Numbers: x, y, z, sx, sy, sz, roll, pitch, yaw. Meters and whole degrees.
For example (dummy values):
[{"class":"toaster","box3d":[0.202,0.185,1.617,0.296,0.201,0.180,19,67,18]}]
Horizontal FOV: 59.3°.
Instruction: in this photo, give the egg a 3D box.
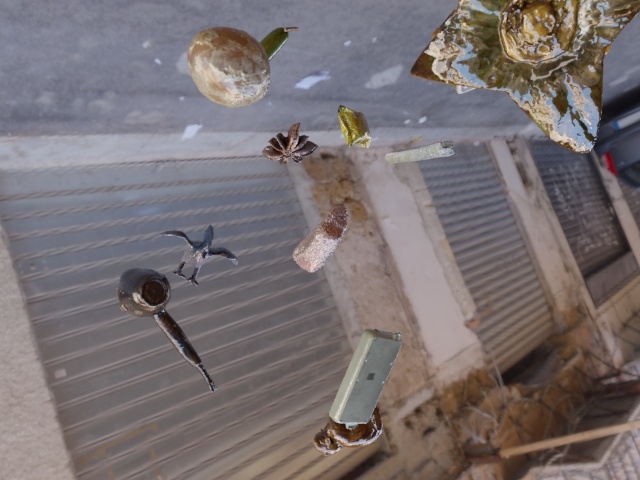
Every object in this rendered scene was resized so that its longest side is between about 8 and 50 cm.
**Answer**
[{"class":"egg","box3d":[-0.242,-0.460,1.487,0.203,0.204,0.245,-25,151,31]}]

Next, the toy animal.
[{"class":"toy animal","box3d":[-0.312,0.027,1.465,0.239,0.176,0.255,25,-173,-22]}]

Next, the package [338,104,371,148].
[{"class":"package","box3d":[0.138,-0.448,2.234,0.090,0.169,0.226,-15,180,23]}]

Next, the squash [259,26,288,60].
[{"class":"squash","box3d":[-0.192,-0.610,1.851,0.252,0.066,0.066,-53,180,-12]}]

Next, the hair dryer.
[{"class":"hair dryer","box3d":[-0.362,0.222,1.332,0.120,0.360,0.303,-39,-168,-30]}]

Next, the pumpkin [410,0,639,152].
[{"class":"pumpkin","box3d":[0.290,-0.282,0.759,0.095,0.290,0.259,-48,162,-57]}]

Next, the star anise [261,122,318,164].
[{"class":"star anise","box3d":[-0.122,-0.385,2.306,0.229,0.093,0.236,2,147,-11]}]

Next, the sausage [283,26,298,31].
[{"class":"sausage","box3d":[-0.097,-0.701,1.867,0.015,0.015,0.100,-24,-172,31]}]

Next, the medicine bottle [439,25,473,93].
[{"class":"medicine bottle","box3d":[0.384,-0.498,1.501,0.131,0.189,0.088,-23,149,0]}]

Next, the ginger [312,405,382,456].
[{"class":"ginger","box3d":[0.102,0.714,2.148,0.274,0.153,0.357,-14,164,-2]}]

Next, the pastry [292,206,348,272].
[{"class":"pastry","box3d":[0.003,0.007,1.879,0.102,0.112,0.265,20,123,-24]}]

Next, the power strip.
[{"class":"power strip","box3d":[0.114,0.339,1.400,0.117,0.271,0.046,17,-171,-39]}]

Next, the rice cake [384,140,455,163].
[{"class":"rice cake","box3d":[0.223,-0.202,1.298,0.043,0.034,0.210,-14,-171,-30]}]
